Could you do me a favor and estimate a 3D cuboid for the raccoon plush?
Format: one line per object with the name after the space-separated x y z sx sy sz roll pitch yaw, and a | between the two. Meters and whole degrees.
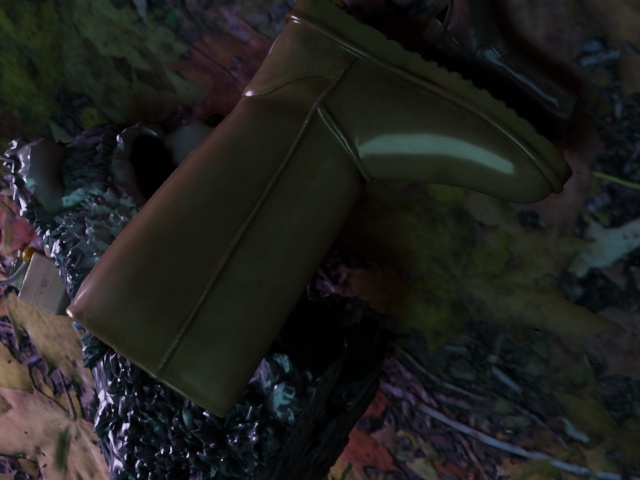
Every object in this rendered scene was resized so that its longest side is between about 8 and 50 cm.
-0.158 0.120 1.409 0.299 0.446 0.216 30 169 15 | raccoon plush

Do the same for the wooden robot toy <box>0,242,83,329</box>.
-0.219 0.017 1.616 0.173 0.076 0.079 22 99 23 | wooden robot toy

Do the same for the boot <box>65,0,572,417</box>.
0.000 0.000 1.269 0.236 0.269 0.089 32 175 24 | boot

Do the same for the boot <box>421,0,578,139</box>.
0.127 -0.120 1.233 0.114 0.037 0.106 44 152 4 | boot
